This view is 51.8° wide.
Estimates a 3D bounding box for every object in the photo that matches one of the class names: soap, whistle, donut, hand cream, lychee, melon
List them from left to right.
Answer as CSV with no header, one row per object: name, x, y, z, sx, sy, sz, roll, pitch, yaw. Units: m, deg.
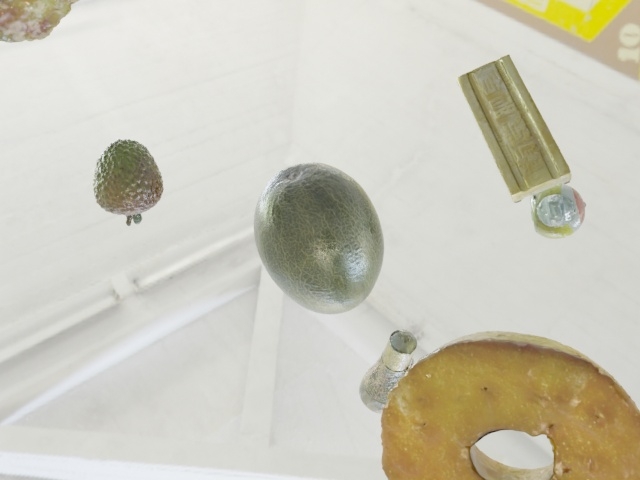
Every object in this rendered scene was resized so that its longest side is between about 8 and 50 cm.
lychee,-0.312,-0.092,1.074,0.114,0.146,0.114,1,-161,0
melon,0.000,0.000,1.260,0.238,0.301,0.237,-16,-149,10
hand cream,0.121,0.214,1.111,0.084,0.203,0.083,5,-130,-5
soap,0.296,-0.181,1.030,0.092,0.037,0.251,-22,-120,11
donut,0.225,0.233,0.758,0.303,0.302,0.110,24,-159,16
whistle,0.494,-0.063,1.363,0.123,0.122,0.223,24,-172,16

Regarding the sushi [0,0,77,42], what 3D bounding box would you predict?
sushi,-0.453,-0.378,0.865,0.274,0.139,0.184,17,-135,-44
